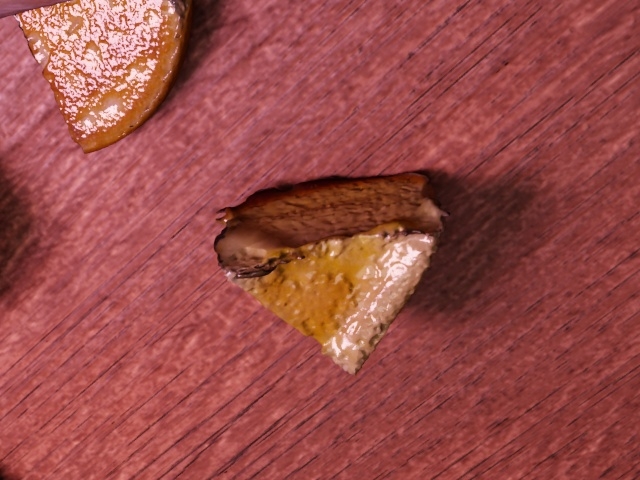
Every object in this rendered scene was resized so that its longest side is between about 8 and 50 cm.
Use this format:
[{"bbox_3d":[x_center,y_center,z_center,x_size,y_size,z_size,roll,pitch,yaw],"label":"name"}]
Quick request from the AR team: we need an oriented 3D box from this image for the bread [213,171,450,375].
[{"bbox_3d":[0.000,0.000,1.186,0.160,0.140,0.169,26,115,-17],"label":"bread"}]

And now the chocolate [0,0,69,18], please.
[{"bbox_3d":[-0.270,-0.223,1.127,0.261,0.161,0.083,-7,141,18],"label":"chocolate"}]

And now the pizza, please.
[{"bbox_3d":[-0.200,-0.164,1.197,0.176,0.036,0.185,28,124,4],"label":"pizza"}]
